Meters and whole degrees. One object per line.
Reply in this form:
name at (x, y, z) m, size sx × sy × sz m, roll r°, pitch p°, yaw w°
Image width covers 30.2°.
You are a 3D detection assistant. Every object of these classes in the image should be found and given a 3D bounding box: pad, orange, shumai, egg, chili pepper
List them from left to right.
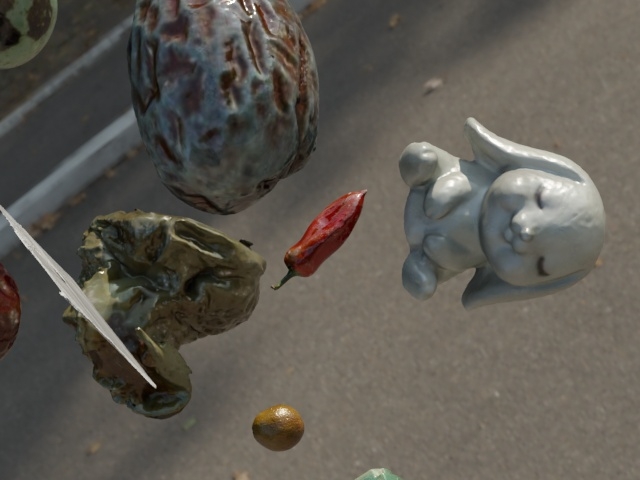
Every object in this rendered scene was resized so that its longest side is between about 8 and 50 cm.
egg at (-0.467, -0.350, 1.722) m, size 0.169 × 0.169 × 0.231 m, roll -57°, pitch -2°, yaw -39°
pad at (-0.243, 0.045, 1.142) m, size 0.004 × 0.156 × 0.232 m, roll -42°, pitch 41°, yaw -7°
shumai at (-0.243, 0.115, 1.686) m, size 0.314 × 0.267 × 0.263 m, roll -5°, pitch 62°, yaw 55°
orange at (-0.067, 0.298, 1.884) m, size 0.085 × 0.085 × 0.085 m, roll -28°, pitch 26°, yaw 15°
chili pepper at (0.000, 0.000, 1.630) m, size 0.191 × 0.050 × 0.059 m, roll -47°, pitch 35°, yaw -8°

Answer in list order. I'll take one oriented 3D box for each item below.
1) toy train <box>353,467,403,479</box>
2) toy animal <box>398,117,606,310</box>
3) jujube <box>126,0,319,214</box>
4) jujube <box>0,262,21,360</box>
toy train at (0.085, 0.435, 1.730) m, size 0.125 × 0.080 × 0.194 m, roll -37°, pitch 50°, yaw 19°
toy animal at (0.256, -0.031, 1.604) m, size 0.264 × 0.272 × 0.206 m, roll 2°, pitch 9°, yaw 33°
jujube at (-0.123, -0.181, 1.431) m, size 0.246 × 0.215 × 0.308 m, roll 121°, pitch 140°, yaw -48°
jujube at (-0.487, 0.068, 1.433) m, size 0.183 × 0.243 × 0.183 m, roll -37°, pitch 44°, yaw 47°
